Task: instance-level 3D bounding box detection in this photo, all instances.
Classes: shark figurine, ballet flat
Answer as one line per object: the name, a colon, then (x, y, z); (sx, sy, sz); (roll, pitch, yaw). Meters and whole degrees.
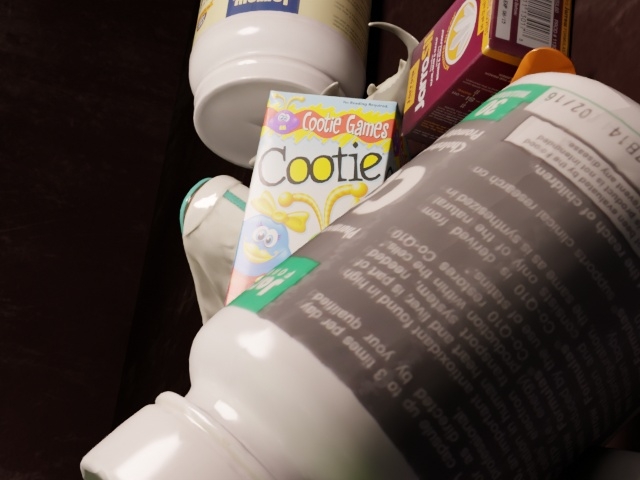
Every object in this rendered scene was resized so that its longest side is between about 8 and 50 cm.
shark figurine: (0.067, -0.133, 1.506); (0.278, 0.166, 0.116); (-39, 60, 36)
ballet flat: (-0.078, 0.089, 1.604); (0.400, 0.139, 0.139); (81, -172, -47)

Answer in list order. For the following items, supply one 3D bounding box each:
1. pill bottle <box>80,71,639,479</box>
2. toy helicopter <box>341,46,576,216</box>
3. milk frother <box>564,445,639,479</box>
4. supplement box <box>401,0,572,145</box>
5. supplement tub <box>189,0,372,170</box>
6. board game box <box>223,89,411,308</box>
pill bottle: (0.056, 0.079, 0.753); (0.361, 0.204, 0.204); (-38, 4, -21)
toy helicopter: (0.104, -0.032, 1.120); (0.235, 0.140, 0.355); (-56, 19, -25)
milk frother: (0.219, 0.134, 0.681); (0.143, 0.129, 0.135); (-33, 5, -18)
supplement box: (0.152, -0.167, 1.208); (0.188, 0.081, 0.104); (135, 147, -61)
supplement tub: (-0.050, -0.277, 1.739); (0.235, 0.235, 0.324); (127, 154, -53)
board game box: (0.000, 0.000, 1.371); (0.142, 0.144, 0.275); (65, -146, -67)
